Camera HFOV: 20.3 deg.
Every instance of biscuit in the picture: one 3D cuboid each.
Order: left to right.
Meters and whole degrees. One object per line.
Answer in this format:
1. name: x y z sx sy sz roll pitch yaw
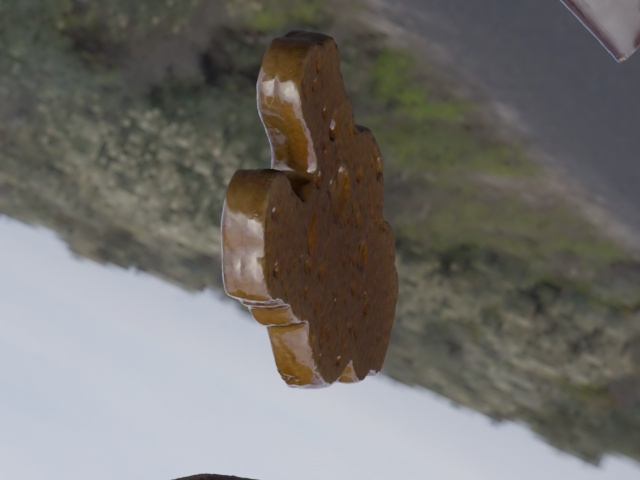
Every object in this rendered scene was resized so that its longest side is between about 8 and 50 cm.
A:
1. biscuit: -0.003 0.000 1.112 0.044 0.186 0.295 8 153 19

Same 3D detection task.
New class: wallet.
1. wallet: 0.213 -0.229 1.408 0.176 0.095 0.026 42 -174 -21

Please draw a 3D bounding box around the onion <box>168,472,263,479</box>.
1. onion: -0.061 0.255 1.133 0.248 0.248 0.161 25 -150 -18
